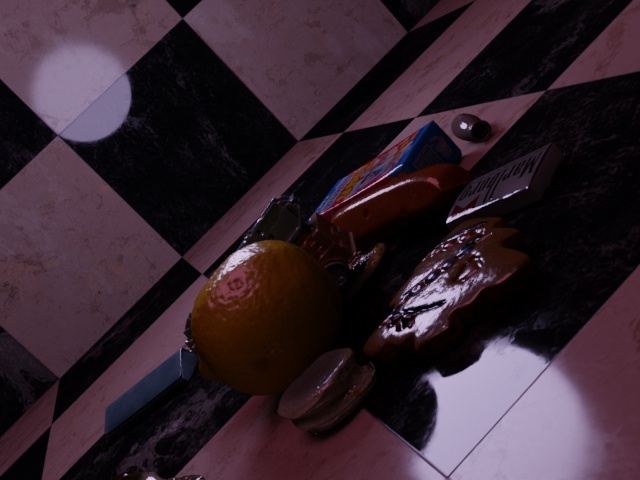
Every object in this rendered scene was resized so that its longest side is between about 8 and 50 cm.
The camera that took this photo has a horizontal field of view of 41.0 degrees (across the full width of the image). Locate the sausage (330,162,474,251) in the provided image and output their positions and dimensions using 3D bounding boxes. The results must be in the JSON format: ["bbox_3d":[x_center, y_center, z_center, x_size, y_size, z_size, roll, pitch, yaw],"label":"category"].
[{"bbox_3d":[0.131,-0.058,1.533,0.097,0.094,0.348,-26,-2,-42],"label":"sausage"}]

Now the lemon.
[{"bbox_3d":[-0.086,0.126,1.338,0.253,0.228,0.228,-50,14,-13],"label":"lemon"}]

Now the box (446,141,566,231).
[{"bbox_3d":[0.278,-0.078,1.297,0.177,0.036,0.115,-27,22,50],"label":"box"}]

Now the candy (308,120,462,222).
[{"bbox_3d":[0.124,-0.103,1.700,0.306,0.100,0.157,-30,19,49],"label":"candy"}]

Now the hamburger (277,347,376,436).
[{"bbox_3d":[0.007,0.205,1.168,0.133,0.062,0.140,-47,11,-32],"label":"hamburger"}]

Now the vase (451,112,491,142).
[{"bbox_3d":[0.293,-0.216,1.651,0.053,0.053,0.100,-44,17,1],"label":"vase"}]

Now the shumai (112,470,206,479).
[{"bbox_3d":[-0.257,0.394,1.244,0.201,0.120,0.201,-41,10,9],"label":"shumai"}]

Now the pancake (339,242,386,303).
[{"bbox_3d":[0.061,0.059,1.536,0.158,0.028,0.158,-44,10,10],"label":"pancake"}]

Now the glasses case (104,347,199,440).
[{"bbox_3d":[-0.392,0.345,1.940,0.266,0.056,0.105,-39,13,22],"label":"glasses case"}]

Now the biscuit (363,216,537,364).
[{"bbox_3d":[0.176,0.052,1.177,0.278,0.043,0.301,-36,15,28],"label":"biscuit"}]

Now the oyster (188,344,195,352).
[{"bbox_3d":[-0.273,0.229,2.004,0.093,0.034,0.051,-34,28,-9],"label":"oyster"}]

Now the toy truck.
[{"bbox_3d":[-0.098,0.089,1.519,0.338,0.184,0.133,-49,13,13],"label":"toy truck"}]
